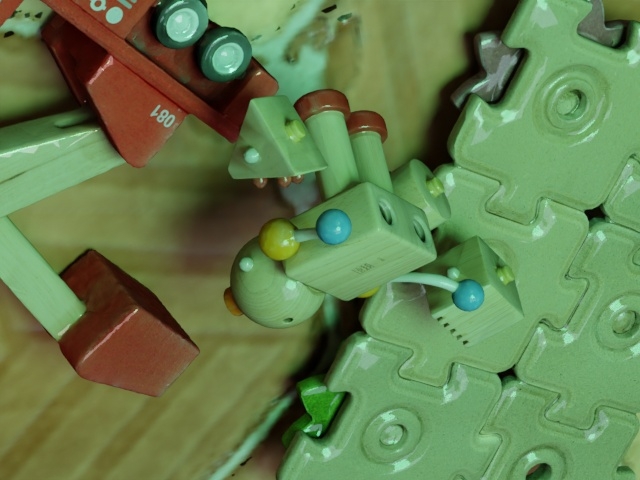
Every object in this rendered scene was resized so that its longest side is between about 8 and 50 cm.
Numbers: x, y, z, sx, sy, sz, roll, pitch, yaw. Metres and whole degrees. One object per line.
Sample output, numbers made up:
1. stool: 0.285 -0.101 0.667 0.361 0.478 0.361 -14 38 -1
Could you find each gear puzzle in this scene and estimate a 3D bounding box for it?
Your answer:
1. gear puzzle: 0.073 0.057 0.829 0.175 0.044 0.339 17 109 -30

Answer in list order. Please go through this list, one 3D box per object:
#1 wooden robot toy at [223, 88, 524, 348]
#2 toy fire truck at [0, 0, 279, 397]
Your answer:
1. wooden robot toy: 0.000 0.000 0.704 0.079 0.076 0.173 -31 149 22
2. toy fire truck: -0.090 -0.038 0.667 0.135 0.047 0.192 -49 131 6
